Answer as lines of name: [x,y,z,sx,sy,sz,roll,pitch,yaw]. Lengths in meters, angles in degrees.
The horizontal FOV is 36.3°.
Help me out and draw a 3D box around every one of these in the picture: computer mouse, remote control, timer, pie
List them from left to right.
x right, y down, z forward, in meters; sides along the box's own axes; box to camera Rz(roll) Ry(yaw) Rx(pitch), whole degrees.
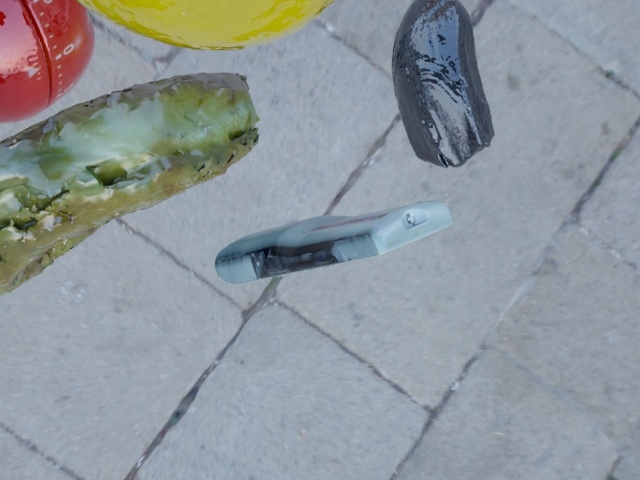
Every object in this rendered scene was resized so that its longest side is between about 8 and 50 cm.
timer: [-0.558,-0.375,1.596,0.279,0.378,0.378,-40,88,-30]
pie: [-0.189,-0.052,0.809,0.288,0.355,0.103,-25,95,32]
remote control: [0.000,0.000,0.589,0.065,0.166,0.029,-20,95,-38]
computer mouse: [0.136,-0.192,1.164,0.073,0.122,0.217,-17,97,-33]

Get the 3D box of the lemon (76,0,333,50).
lemon: [-0.062,-0.190,0.471,0.244,0.187,0.186,23,81,-1]
